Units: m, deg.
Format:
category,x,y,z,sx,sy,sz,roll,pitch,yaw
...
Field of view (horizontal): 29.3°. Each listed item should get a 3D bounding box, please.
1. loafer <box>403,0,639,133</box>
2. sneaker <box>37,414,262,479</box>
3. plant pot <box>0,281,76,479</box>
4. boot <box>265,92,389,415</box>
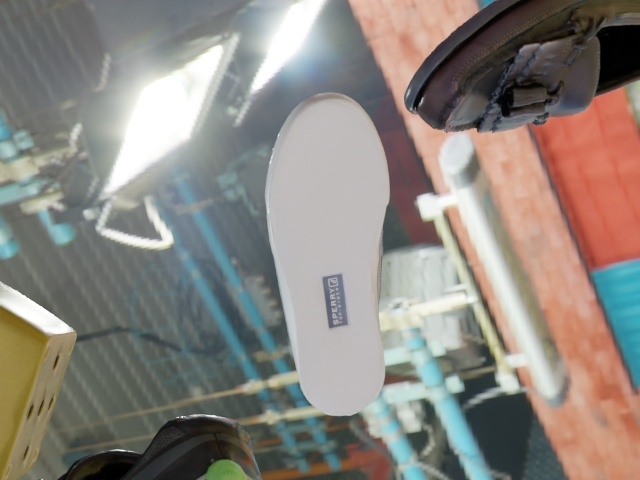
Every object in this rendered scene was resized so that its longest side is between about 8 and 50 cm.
category,x,y,z,sx,sy,sz,roll,pitch,yaw
loafer,0.192,-0.141,0.906,0.302,0.109,0.095,-29,-111,-37
sneaker,-0.162,0.281,0.980,0.185,0.483,0.202,13,-126,-33
plant pot,-0.346,0.126,1.140,0.212,0.187,0.212,110,177,-87
boot,0.000,0.000,0.703,0.086,0.069,0.190,-112,20,-66
